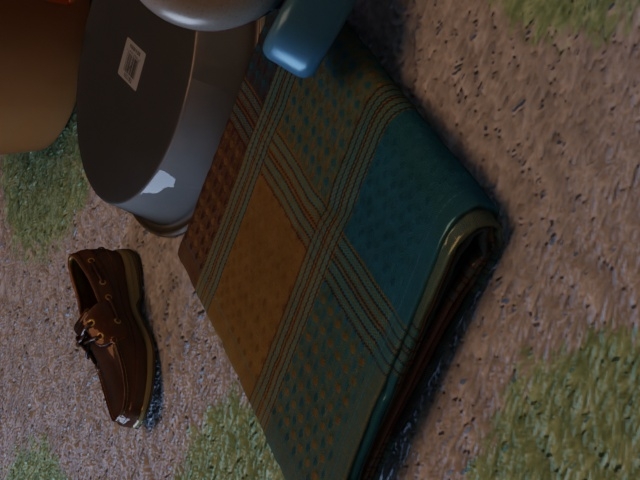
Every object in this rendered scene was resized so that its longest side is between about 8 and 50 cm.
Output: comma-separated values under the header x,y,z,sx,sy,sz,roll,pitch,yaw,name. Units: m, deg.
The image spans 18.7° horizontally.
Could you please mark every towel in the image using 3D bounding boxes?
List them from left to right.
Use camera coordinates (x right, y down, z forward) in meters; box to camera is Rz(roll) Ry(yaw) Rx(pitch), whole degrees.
x,y,z,sx,sy,sz,roll,pitch,yaw,name
0.000,0.000,1.374,0.271,0.040,0.370,-66,30,24,towel

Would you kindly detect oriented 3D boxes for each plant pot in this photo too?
x,y,z,sx,sy,sz,roll,pitch,yaw,name
-0.355,-0.202,1.903,0.291,0.203,0.291,-22,65,58,plant pot

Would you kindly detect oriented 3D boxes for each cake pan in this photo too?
x,y,z,sx,sy,sz,roll,pitch,yaw,name
-0.135,-0.150,1.643,0.293,0.054,0.293,-23,64,58,cake pan

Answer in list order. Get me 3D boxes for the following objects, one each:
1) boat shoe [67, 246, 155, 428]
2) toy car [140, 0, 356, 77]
x,y,z,sx,sy,sz,roll,pitch,yaw,name
-0.183,0.083,1.661,0.064,0.060,0.178,-52,40,43,boat shoe
-0.047,-0.254,1.400,0.210,0.219,0.238,-58,1,11,toy car
